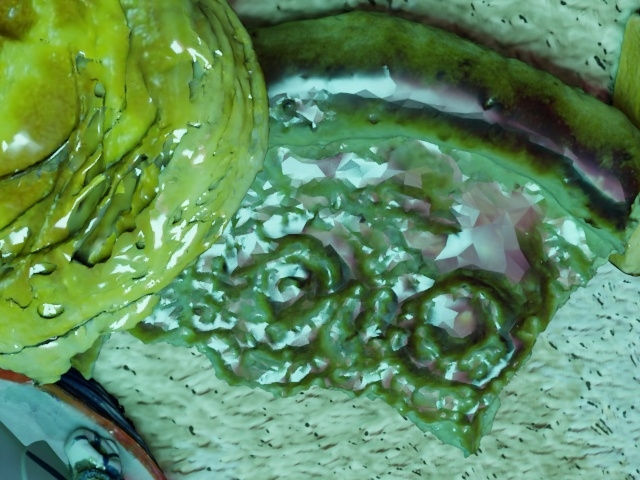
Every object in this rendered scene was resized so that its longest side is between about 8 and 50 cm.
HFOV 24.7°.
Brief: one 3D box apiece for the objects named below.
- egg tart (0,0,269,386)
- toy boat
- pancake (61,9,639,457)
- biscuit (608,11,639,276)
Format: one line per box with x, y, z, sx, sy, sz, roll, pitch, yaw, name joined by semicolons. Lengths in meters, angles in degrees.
-0.166;-0.055;0.869;0.297;0.132;0.297;-2;84;14;egg tart
-0.175;0.161;0.931;0.219;0.318;0.072;45;99;-4;toy boat
0.002;-0.005;0.971;0.426;0.067;0.305;13;112;-8;pancake
0.233;-0.066;1.016;0.056;0.052;0.188;-9;121;-19;biscuit
